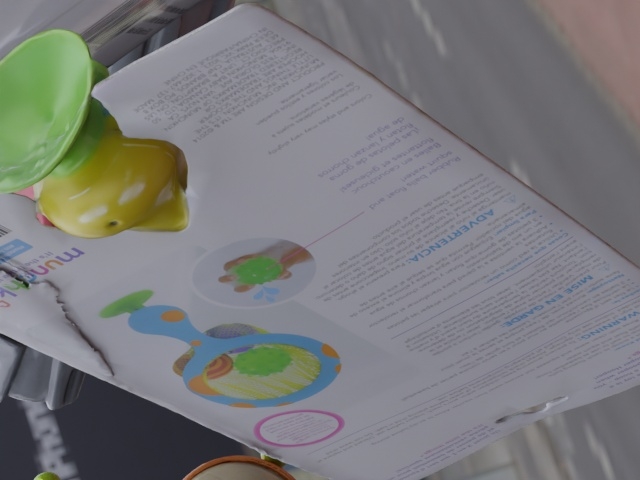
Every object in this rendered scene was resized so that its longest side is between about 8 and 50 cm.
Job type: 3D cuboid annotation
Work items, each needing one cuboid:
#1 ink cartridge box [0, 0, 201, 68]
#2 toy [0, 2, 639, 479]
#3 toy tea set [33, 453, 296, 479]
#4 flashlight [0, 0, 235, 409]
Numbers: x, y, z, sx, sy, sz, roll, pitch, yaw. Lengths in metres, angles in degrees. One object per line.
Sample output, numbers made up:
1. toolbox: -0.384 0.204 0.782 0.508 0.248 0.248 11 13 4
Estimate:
1. ink cartridge box: -0.053 -0.149 0.616 0.117 0.278 0.201 54 -176 -4
2. toy: 0.000 0.000 0.514 0.237 0.137 0.056 27 -136 -48
3. toy tea set: -0.079 0.278 1.099 0.124 0.200 0.336 101 156 -66
4. flashlight: -0.118 -0.032 0.882 0.103 0.103 0.304 -78 6 -45
